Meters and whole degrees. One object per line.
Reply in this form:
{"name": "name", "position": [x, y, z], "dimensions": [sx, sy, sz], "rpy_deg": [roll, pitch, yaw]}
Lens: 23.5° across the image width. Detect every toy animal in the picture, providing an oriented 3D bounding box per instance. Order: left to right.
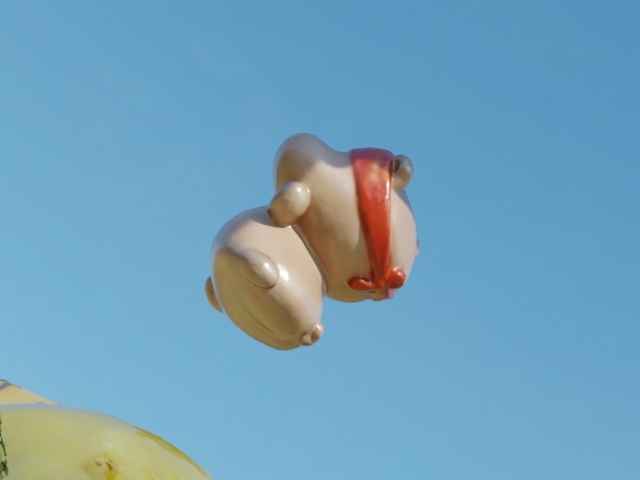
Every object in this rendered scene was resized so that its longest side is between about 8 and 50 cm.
{"name": "toy animal", "position": [0.000, 0.000, 1.348], "dimensions": [0.171, 0.197, 0.171], "rpy_deg": [45, -23, 26]}

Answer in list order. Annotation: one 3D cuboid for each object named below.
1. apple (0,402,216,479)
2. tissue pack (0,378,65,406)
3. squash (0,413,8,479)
{"name": "apple", "position": [-0.137, 0.208, 0.702], "dimensions": [0.262, 0.262, 0.262], "rpy_deg": [19, -33, 13]}
{"name": "tissue pack", "position": [-0.197, 0.157, 0.970], "dimensions": [0.108, 0.148, 0.060], "rpy_deg": [22, -66, 1]}
{"name": "squash", "position": [-0.162, -0.005, 0.451], "dimensions": [0.219, 0.041, 0.219], "rpy_deg": [38, -37, 37]}
